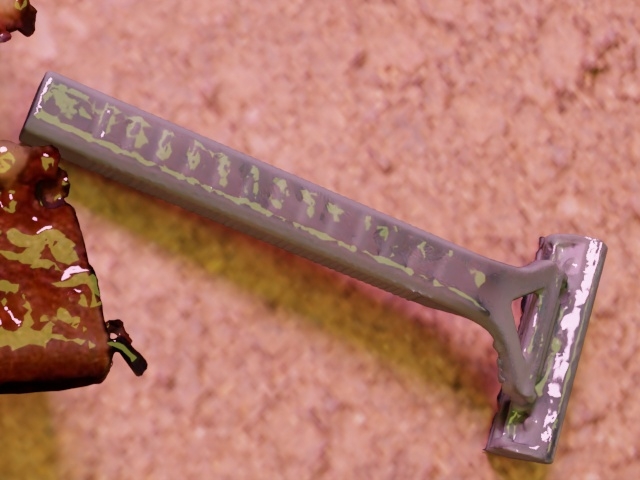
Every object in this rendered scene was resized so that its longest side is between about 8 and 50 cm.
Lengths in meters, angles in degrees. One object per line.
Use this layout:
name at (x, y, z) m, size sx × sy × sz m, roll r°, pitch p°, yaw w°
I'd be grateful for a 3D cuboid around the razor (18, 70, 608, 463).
razor at (0.004, -0.002, 0.677) m, size 0.278 × 0.056 × 0.111 m, roll 25°, pitch 71°, yaw -21°

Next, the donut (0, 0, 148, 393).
donut at (-0.162, -0.042, 0.584) m, size 0.141 × 0.085 × 0.217 m, roll -7°, pitch 82°, yaw -28°
